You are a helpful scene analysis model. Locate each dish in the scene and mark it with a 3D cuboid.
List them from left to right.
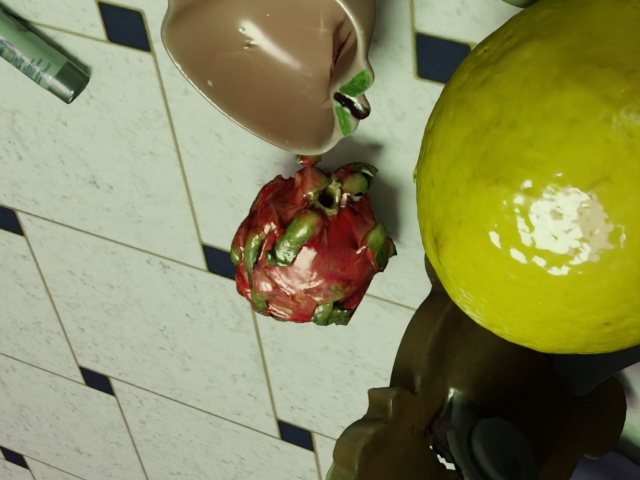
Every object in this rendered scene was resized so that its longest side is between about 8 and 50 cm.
[{"bbox_3d":[-0.026,-0.179,1.037,0.213,0.090,0.213,22,144,18],"label":"dish"}]

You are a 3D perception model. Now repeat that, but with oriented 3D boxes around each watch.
[{"bbox_3d":[0.228,0.167,1.053,0.326,0.335,0.314,7,144,50],"label":"watch"}]

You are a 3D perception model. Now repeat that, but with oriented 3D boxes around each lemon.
[{"bbox_3d":[0.193,-0.046,0.895,0.260,0.260,0.284,33,167,-3],"label":"lemon"}]

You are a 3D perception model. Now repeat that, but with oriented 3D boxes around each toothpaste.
[{"bbox_3d":[-0.339,-0.222,1.267,0.239,0.039,0.062,37,141,-4],"label":"toothpaste"}]

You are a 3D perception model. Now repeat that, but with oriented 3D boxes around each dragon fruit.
[{"bbox_3d":[0.000,0.000,1.191,0.172,0.166,0.160,119,131,-67],"label":"dragon fruit"}]

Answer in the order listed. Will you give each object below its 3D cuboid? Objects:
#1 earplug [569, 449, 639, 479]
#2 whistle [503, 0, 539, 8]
[{"bbox_3d":[0.341,0.350,1.319,0.456,0.215,0.215,35,146,1],"label":"earplug"},{"bbox_3d":[0.152,-0.245,0.821,0.105,0.085,0.227,23,143,13],"label":"whistle"}]
